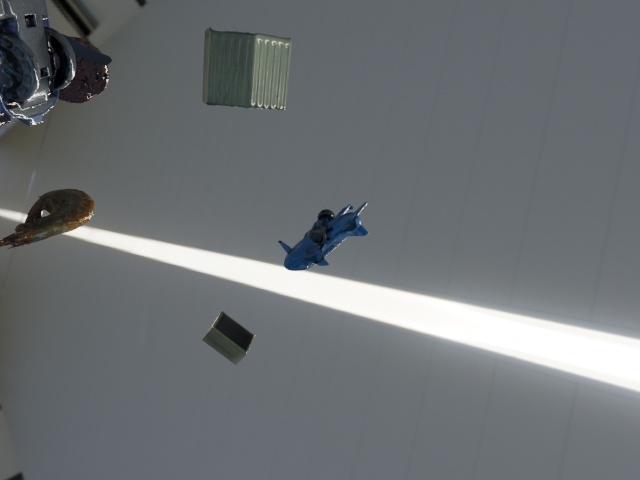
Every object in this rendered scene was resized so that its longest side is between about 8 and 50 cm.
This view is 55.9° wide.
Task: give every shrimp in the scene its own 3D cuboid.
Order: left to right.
[{"bbox_3d":[-0.801,-0.070,1.751,0.152,0.287,0.063,53,-32,16],"label":"shrimp"}]

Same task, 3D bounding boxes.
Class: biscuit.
[{"bbox_3d":[-0.618,-0.420,1.490,0.192,0.192,0.049,-48,-137,36],"label":"biscuit"}]

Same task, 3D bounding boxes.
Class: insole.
[{"bbox_3d":[-0.448,-0.353,1.112,0.045,0.135,0.002,-22,-113,35],"label":"insole"}]

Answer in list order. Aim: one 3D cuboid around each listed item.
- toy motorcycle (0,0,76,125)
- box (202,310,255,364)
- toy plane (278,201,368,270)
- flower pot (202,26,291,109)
[{"bbox_3d":[-0.439,-0.311,0.755,0.125,0.213,0.358,-58,152,-63],"label":"toy motorcycle"},{"bbox_3d":[-0.166,0.177,1.103,0.035,0.079,0.083,-50,-173,16],"label":"box"},{"bbox_3d":[0.000,0.000,1.473,0.271,0.105,0.254,-27,-158,31],"label":"toy plane"},{"bbox_3d":[-0.196,-0.442,1.571,0.209,0.239,0.189,-43,141,-71],"label":"flower pot"}]
